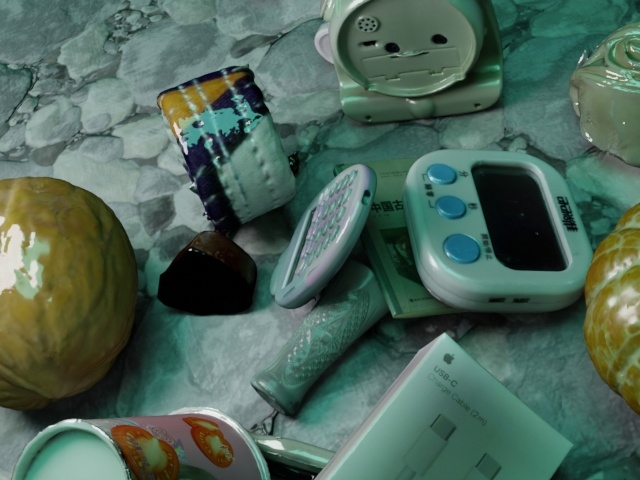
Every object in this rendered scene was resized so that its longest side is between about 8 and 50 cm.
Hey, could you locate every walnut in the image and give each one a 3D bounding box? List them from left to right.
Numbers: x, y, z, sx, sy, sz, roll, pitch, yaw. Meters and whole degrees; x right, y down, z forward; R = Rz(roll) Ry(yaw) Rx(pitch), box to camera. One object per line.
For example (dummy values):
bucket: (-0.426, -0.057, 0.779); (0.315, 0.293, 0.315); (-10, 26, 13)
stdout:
walnut: (-0.400, 0.077, 1.464); (0.332, 0.333, 0.333); (-9, 52, 11)

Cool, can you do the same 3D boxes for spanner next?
spanner: (-0.080, 0.271, 1.329); (0.324, 0.096, 0.040); (9, 57, 23)

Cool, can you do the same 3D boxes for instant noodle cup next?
instant noodle cup: (-0.216, 0.308, 1.208); (0.242, 0.231, 0.243); (-8, 75, 30)

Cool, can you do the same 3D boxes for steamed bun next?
steamed bun: (0.461, -0.236, 1.509); (0.218, 0.144, 0.211); (-32, 51, -8)

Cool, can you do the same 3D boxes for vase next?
vase: (0.001, 0.134, 1.413); (0.096, 0.096, 0.219); (31, 71, 34)

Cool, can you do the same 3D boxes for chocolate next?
chocolate: (-0.168, 0.039, 1.530); (0.148, 0.125, 0.080); (-4, 36, 20)

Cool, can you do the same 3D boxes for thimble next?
thimble: (-0.137, -0.135, 1.523); (0.150, 0.237, 0.237); (-23, 50, -6)

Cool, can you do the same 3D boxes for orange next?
orange: (0.467, 0.087, 1.198); (0.329, 0.249, 0.329); (-10, 55, 14)

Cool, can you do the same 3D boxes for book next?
book: (0.153, -0.011, 1.462); (0.214, 0.025, 0.283); (-6, 50, -20)

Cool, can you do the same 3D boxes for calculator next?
calculator: (0.000, 0.000, 1.423); (0.041, 0.299, 0.186); (25, 60, -13)

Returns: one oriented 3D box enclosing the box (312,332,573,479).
box: (0.133, 0.269, 1.204); (0.203, 0.106, 0.252); (41, 68, 4)

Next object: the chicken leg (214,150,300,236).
chicken leg: (-0.114, -0.068, 1.629); (0.219, 0.048, 0.089); (-41, 50, -14)

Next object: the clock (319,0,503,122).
clock: (0.128, -0.321, 1.566); (0.265, 0.324, 0.109); (-5, 53, 16)

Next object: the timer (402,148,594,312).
timer: (0.235, -0.011, 1.407); (0.236, 0.087, 0.262); (3, 48, -12)

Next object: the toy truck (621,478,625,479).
toy truck: (0.398, 0.316, 1.167); (0.175, 0.067, 0.081); (-2, 59, 12)

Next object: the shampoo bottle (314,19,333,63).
shampoo bottle: (0.085, -0.441, 1.821); (0.092, 0.092, 0.303); (11, 58, 25)
